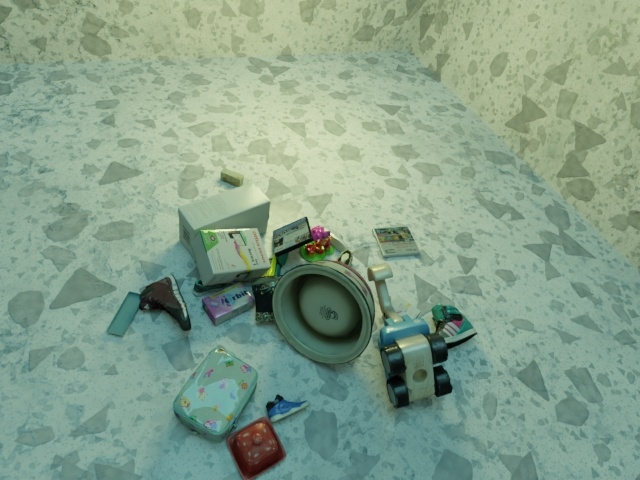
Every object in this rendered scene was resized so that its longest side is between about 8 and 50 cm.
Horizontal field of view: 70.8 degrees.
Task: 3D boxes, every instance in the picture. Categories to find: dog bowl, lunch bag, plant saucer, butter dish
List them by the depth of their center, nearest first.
[{"bbox_3d":[-0.207,0.659,1.459,0.160,0.118,0.160,-21,58,-26],"label":"butter dish"},{"bbox_3d":[-0.353,0.533,1.546,0.224,0.108,0.279,29,50,6],"label":"lunch bag"},{"bbox_3d":[0.026,0.255,1.716,0.407,0.408,0.150,31,28,14],"label":"dog bowl"},{"bbox_3d":[-0.748,0.282,1.734,0.067,0.018,0.192,14,46,-1],"label":"plant saucer"}]

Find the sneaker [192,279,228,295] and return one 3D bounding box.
[{"bbox_3d":[-0.449,0.173,1.867,0.166,0.076,0.065,-23,59,-30],"label":"sneaker"}]

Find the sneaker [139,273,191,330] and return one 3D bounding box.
[{"bbox_3d":[-0.609,0.263,1.742,0.162,0.107,0.281,-19,45,-22],"label":"sneaker"}]

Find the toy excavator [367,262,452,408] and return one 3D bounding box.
[{"bbox_3d":[0.296,0.350,1.756,0.222,0.433,0.445,-13,19,-9],"label":"toy excavator"}]

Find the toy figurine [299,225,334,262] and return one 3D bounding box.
[{"bbox_3d":[0.000,0.000,2.080,0.173,0.159,0.130,-8,51,-22],"label":"toy figurine"}]

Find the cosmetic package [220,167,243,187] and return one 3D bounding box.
[{"bbox_3d":[-0.457,-0.323,2.325,0.115,0.060,0.041,22,48,8],"label":"cosmetic package"}]

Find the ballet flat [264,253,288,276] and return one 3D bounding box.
[{"bbox_3d":[-0.204,0.108,1.997,0.077,0.077,0.231,-6,44,20],"label":"ballet flat"}]

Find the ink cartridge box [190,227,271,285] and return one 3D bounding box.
[{"bbox_3d":[-0.371,0.062,1.879,0.278,0.117,0.201,-4,64,-42],"label":"ink cartridge box"}]

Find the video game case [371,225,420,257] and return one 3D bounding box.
[{"bbox_3d":[0.378,0.004,2.266,0.201,0.023,0.184,-4,50,-16],"label":"video game case"}]

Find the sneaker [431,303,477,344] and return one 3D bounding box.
[{"bbox_3d":[0.509,0.363,1.903,0.295,0.124,0.178,-9,56,-31],"label":"sneaker"}]

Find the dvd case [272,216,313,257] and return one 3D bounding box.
[{"bbox_3d":[-0.128,-0.021,2.041,0.180,0.022,0.253,-23,26,3],"label":"dvd case"}]

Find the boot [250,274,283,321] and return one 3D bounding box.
[{"bbox_3d":[-0.168,0.232,1.844,0.236,0.085,0.179,-2,88,-25],"label":"boot"}]

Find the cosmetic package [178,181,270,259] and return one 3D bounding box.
[{"bbox_3d":[-0.425,-0.091,2.020,0.384,0.217,0.156,-25,59,-33],"label":"cosmetic package"}]

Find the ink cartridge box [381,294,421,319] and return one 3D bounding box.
[{"bbox_3d":[0.337,0.311,1.932,0.143,0.092,0.090,35,51,19],"label":"ink cartridge box"}]

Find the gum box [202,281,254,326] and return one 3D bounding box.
[{"bbox_3d":[-0.369,0.253,1.825,0.188,0.062,0.107,-24,59,-31],"label":"gum box"}]

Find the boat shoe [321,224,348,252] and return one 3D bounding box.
[{"bbox_3d":[0.074,-0.012,2.182,0.063,0.066,0.184,-32,53,-34],"label":"boat shoe"}]

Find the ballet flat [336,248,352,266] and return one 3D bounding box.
[{"bbox_3d":[0.084,0.126,2.045,0.091,0.077,0.241,23,48,5],"label":"ballet flat"}]

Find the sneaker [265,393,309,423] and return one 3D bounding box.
[{"bbox_3d":[-0.120,0.578,1.598,0.152,0.058,0.085,-18,64,-20],"label":"sneaker"}]
